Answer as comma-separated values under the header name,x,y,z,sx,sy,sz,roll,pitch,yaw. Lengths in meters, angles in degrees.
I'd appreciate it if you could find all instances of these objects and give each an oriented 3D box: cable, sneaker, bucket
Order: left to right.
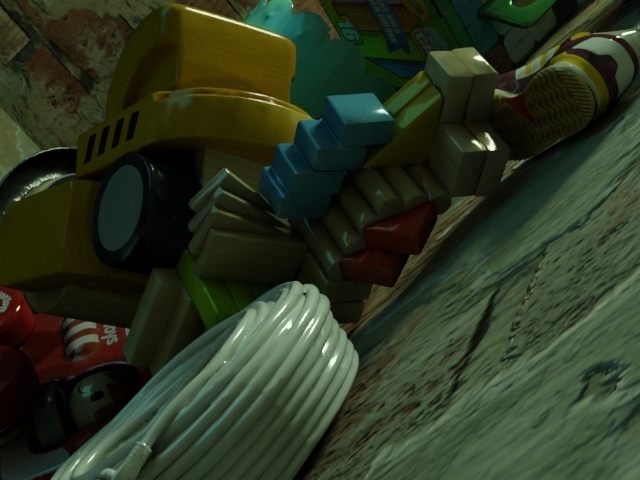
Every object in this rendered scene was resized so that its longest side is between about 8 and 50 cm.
name,x,y,z,sx,sy,sz,roll,pitch,yaw
cable,-0.081,0.133,0.963,0.257,0.089,0.257,-44,6,-20
bucket,-0.040,-0.148,1.815,0.183,0.281,0.281,-48,7,-12
sneaker,0.182,-0.114,1.118,0.084,0.069,0.185,-36,10,-19

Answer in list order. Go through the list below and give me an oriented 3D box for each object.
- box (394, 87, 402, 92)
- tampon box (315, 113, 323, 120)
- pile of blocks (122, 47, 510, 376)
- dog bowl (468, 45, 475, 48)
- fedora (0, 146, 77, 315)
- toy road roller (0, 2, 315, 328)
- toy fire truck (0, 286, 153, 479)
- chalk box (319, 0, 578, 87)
name,x,y,z,sx,sy,sz,roll,pitch,yaw
box,0.120,-0.213,1.871,0.029,0.116,0.162,-43,4,44
tampon box,-0.016,-0.030,1.479,0.101,0.120,0.161,-36,9,42
pile of blocks,0.000,0.000,1.105,0.362,0.149,0.112,-46,42,11
dog bowl,0.081,-0.073,1.391,0.166,0.074,0.297,-37,8,42
fedora,-0.254,0.026,1.780,0.152,0.334,0.334,-22,19,43
toy road roller,-0.128,-0.060,1.293,0.329,0.202,0.241,-18,65,52
toy fire truck,-0.229,0.136,1.434,0.254,0.169,0.302,-24,29,-2
chalk box,0.156,-0.290,1.675,0.180,0.179,0.289,-46,31,-22
